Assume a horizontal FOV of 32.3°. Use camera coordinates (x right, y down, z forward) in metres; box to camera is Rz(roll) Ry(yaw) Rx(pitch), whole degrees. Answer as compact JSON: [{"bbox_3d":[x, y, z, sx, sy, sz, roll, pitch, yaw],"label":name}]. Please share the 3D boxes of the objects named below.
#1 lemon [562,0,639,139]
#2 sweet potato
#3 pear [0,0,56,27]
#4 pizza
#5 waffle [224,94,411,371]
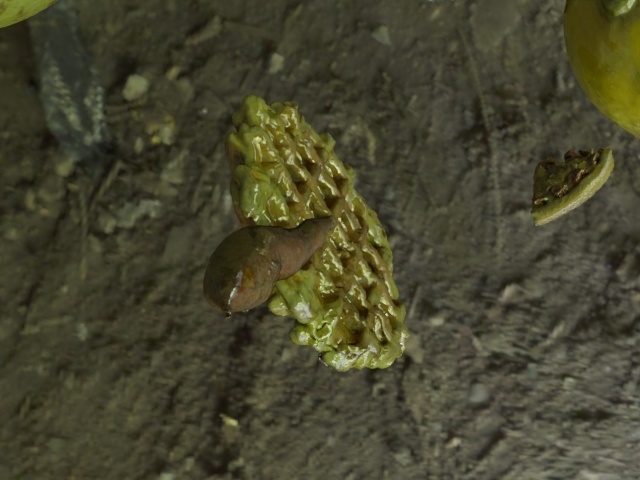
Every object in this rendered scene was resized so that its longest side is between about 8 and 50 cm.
[{"bbox_3d":[0.339,-0.189,0.967,0.233,0.288,0.234,-13,74,51],"label":"lemon"},{"bbox_3d":[-0.053,0.013,0.978,0.068,0.226,0.068,9,113,22],"label":"sweet potato"},{"bbox_3d":[-0.268,-0.292,0.792,0.283,0.283,0.284,-9,73,33],"label":"pear"},{"bbox_3d":[0.392,-0.096,1.804,0.175,0.046,0.134,-44,31,-15],"label":"pizza"},{"bbox_3d":[0.000,0.000,1.182,0.068,0.325,0.302,-24,67,25],"label":"waffle"}]
